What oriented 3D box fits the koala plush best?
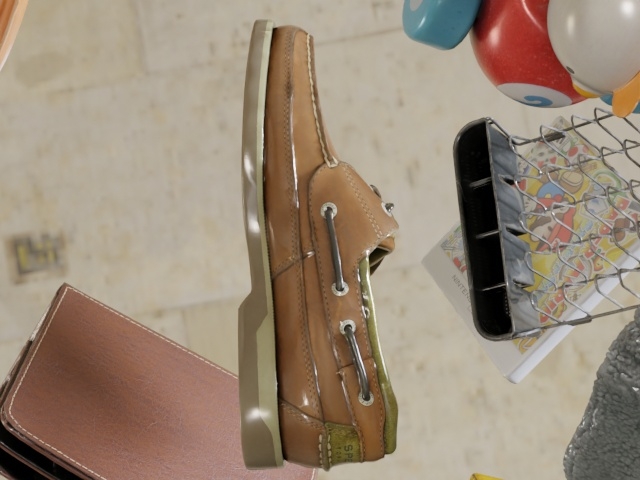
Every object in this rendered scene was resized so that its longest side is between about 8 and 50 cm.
[{"bbox_3d":[0.292,0.074,0.972,0.196,0.203,0.221,21,34,24],"label":"koala plush"}]

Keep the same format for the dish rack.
[{"bbox_3d":[0.256,-0.032,1.308,0.271,0.208,0.074,-17,-19,33],"label":"dish rack"}]

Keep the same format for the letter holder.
[{"bbox_3d":[-0.169,0.219,1.420,0.152,0.302,0.214,-54,13,32],"label":"letter holder"}]

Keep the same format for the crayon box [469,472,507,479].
[{"bbox_3d":[0.194,0.311,1.187,0.323,0.203,0.083,16,16,-14],"label":"crayon box"}]

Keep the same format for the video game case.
[{"bbox_3d":[0.230,0.006,1.580,0.227,0.206,0.026,-47,-47,13],"label":"video game case"}]

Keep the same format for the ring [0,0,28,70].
[{"bbox_3d":[-0.283,-0.179,0.799,0.336,0.336,0.032,-13,-1,26],"label":"ring"}]

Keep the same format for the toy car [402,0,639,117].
[{"bbox_3d":[0.205,-0.158,1.096,0.219,0.238,0.210,16,-59,-18],"label":"toy car"}]

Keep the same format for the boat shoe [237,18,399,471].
[{"bbox_3d":[0.000,0.000,0.996,0.104,0.307,0.111,-2,-13,2],"label":"boat shoe"}]
